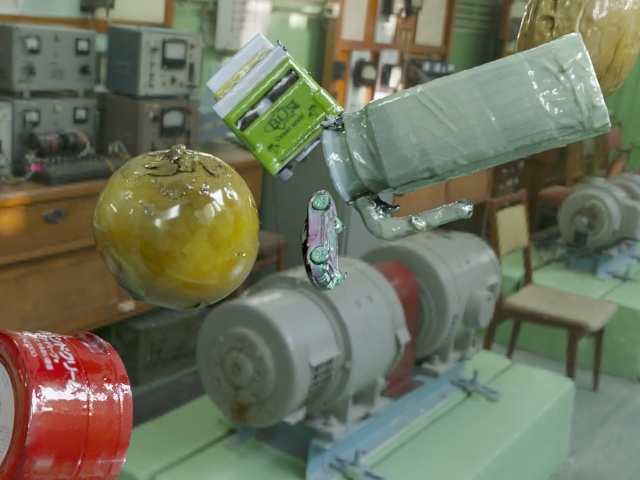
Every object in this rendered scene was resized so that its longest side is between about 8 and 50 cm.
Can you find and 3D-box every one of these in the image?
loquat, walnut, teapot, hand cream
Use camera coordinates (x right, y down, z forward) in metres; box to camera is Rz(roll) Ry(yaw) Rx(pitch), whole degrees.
[{"bbox_3d":[-0.201,-0.019,1.234,0.235,0.235,0.235,6,15,-2],"label":"loquat"},{"bbox_3d":[0.342,-0.276,1.147,0.165,0.197,0.165,22,11,-4],"label":"walnut"},{"bbox_3d":[0.106,-0.069,0.642,0.200,0.107,0.077,-16,-1,15],"label":"teapot"},{"bbox_3d":[-0.304,0.190,0.936,0.193,0.193,0.125,20,6,42],"label":"hand cream"}]

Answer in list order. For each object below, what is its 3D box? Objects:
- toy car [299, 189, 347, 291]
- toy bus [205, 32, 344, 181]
[{"bbox_3d":[0.000,0.000,1.169,0.055,0.142,0.069,-10,-34,16],"label":"toy car"},{"bbox_3d":[-0.050,-0.150,0.950,0.139,0.113,0.301,46,4,-9],"label":"toy bus"}]
